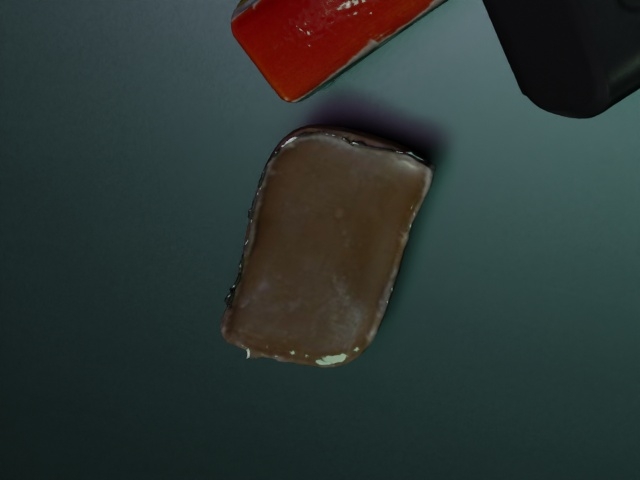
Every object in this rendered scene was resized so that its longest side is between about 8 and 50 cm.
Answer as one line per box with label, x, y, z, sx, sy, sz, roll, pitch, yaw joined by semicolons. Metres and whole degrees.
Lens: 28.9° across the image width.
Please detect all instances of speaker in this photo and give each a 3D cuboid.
speaker;0.197;-0.238;0.879;0.180;0.184;0.388;-33;132;2

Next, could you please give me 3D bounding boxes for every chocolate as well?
chocolate;0.000;-0.001;1.200;0.161;0.083;0.261;16;118;-10

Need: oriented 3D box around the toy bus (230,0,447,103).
toy bus;0.046;-0.225;1.065;0.265;0.120;0.121;-31;103;26
